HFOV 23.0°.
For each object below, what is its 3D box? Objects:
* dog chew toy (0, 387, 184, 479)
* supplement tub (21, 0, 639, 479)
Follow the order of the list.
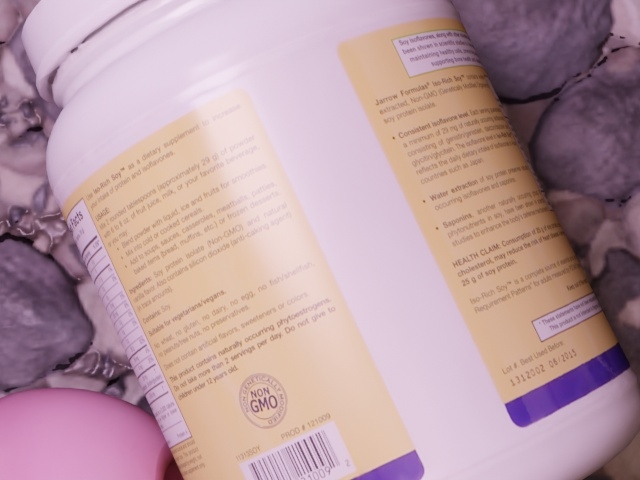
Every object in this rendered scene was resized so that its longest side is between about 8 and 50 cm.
[{"bbox_3d":[-0.220,0.207,0.882,0.332,0.206,0.206,-17,94,12],"label":"dog chew toy"},{"bbox_3d":[0.000,0.000,0.840,0.241,0.241,0.331,-25,84,-1],"label":"supplement tub"}]
